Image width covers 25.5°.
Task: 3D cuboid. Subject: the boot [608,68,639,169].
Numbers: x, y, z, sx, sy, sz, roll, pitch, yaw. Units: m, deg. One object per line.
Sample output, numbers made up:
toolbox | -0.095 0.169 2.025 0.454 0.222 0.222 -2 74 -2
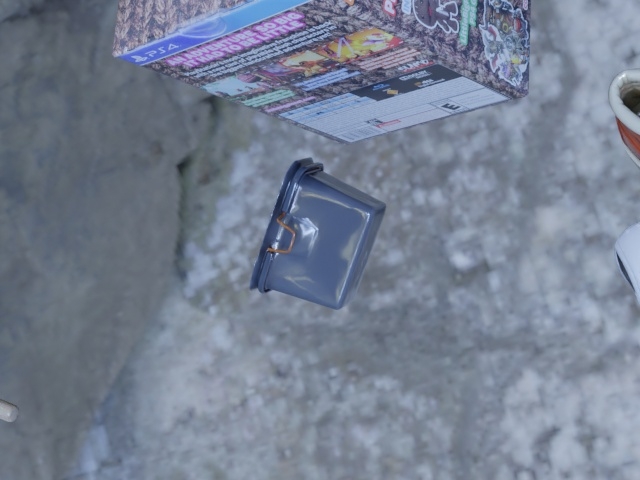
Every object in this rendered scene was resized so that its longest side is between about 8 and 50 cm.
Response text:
boot | 0.226 -0.041 0.803 0.158 0.059 0.084 41 -1 33

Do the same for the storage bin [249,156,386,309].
storage bin | 0.000 0.000 1.352 0.098 0.091 0.135 -22 132 -71

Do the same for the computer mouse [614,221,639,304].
computer mouse | 0.355 0.069 1.407 0.193 0.106 0.042 56 12 -13

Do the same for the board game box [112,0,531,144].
board game box | 0.007 -0.208 1.243 0.291 0.232 0.141 18 70 -42

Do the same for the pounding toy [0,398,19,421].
pounding toy | -0.266 0.058 0.843 0.141 0.130 0.100 -5 94 -25
